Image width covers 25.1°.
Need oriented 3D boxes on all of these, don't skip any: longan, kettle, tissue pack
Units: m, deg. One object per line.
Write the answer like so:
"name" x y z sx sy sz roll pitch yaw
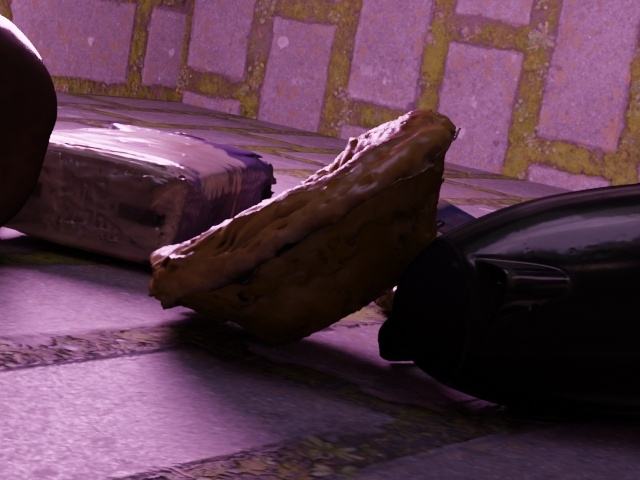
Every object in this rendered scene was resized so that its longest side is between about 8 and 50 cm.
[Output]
"longan" -0.391 -0.117 1.447 0.258 0.258 0.258 9 9 -1
"kettle" 0.183 0.048 1.224 0.271 0.207 0.251 -2 19 -19
"tissue pack" -0.215 -0.058 1.697 0.242 0.125 0.344 14 10 12

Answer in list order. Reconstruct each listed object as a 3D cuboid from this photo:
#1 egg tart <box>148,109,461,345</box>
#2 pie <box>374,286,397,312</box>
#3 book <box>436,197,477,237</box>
"egg tart" 0.000 0.000 1.302 0.341 0.132 0.341 -30 4 2
"pie" 0.149 0.066 1.555 0.195 0.046 0.195 9 7 -1
"book" 0.245 0.041 1.606 0.322 0.018 0.228 30 12 13
